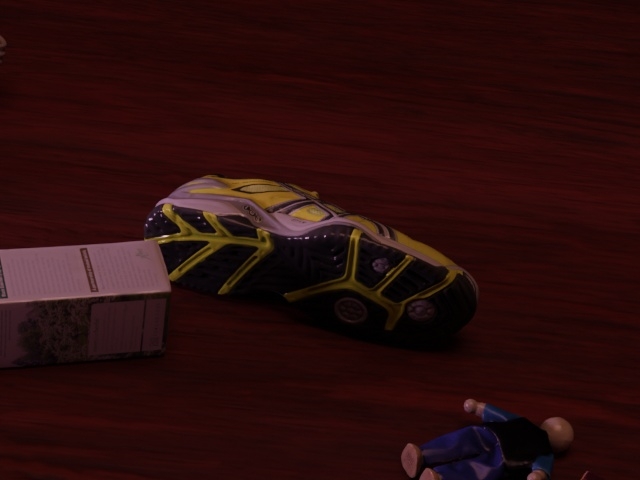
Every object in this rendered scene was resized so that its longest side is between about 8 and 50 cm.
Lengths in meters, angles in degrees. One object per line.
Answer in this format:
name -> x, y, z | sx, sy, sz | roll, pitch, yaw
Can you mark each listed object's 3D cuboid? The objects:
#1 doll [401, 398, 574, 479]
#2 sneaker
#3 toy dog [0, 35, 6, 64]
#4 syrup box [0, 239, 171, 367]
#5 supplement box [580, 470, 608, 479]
doll -> 0.179, 0.212, 1.588 | 0.189, 0.046, 0.129 | -10, 41, -24
sneaker -> 0.000, 0.000, 1.754 | 0.385, 0.145, 0.147 | 18, 37, 9
toy dog -> -0.585, -0.238, 1.952 | 0.220, 0.161, 0.334 | 41, 23, 32
syrup box -> -0.284, 0.068, 1.636 | 0.237, 0.093, 0.096 | -3, 38, -17
supplement box -> 0.228, 0.310, 1.345 | 0.081, 0.188, 0.104 | 24, 39, 21
